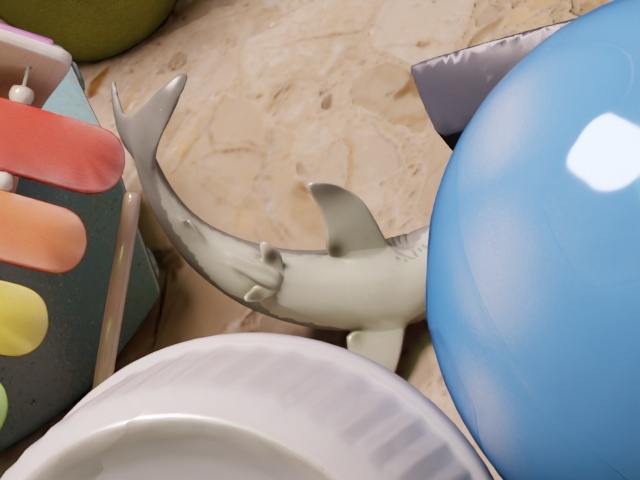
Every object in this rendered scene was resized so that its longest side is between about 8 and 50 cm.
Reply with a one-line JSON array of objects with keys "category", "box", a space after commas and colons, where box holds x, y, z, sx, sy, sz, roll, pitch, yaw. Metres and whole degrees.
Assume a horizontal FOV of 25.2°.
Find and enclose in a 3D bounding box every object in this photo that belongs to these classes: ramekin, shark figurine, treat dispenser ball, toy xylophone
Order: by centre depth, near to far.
[{"category": "ramekin", "box": [-0.043, 0.178, 0.649, 0.272, 0.127, 0.273, -1, 87, 14]}, {"category": "treat dispenser ball", "box": [0.194, 0.018, 0.690, 0.288, 0.288, 0.288, -15, 46, 16]}, {"category": "toy xylophone", "box": [-0.208, 0.031, 0.812, 0.081, 0.236, 0.323, -11, 74, 63]}, {"category": "shark figurine", "box": [-0.028, 0.008, 0.935, 0.116, 0.278, 0.166, -160, 90, -81]}]

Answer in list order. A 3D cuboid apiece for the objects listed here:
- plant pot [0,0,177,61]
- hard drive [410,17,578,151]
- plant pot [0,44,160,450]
[{"category": "plant pot", "box": [-0.238, -0.299, 1.198, 0.274, 0.293, 0.275, -15, 46, 16]}, {"category": "hard drive", "box": [0.200, -0.083, 0.870, 0.254, 0.172, 0.054, -11, 66, 20]}, {"category": "plant pot", "box": [-0.259, -0.007, 1.002, 0.252, 0.248, 0.247, -22, 43, -10]}]
